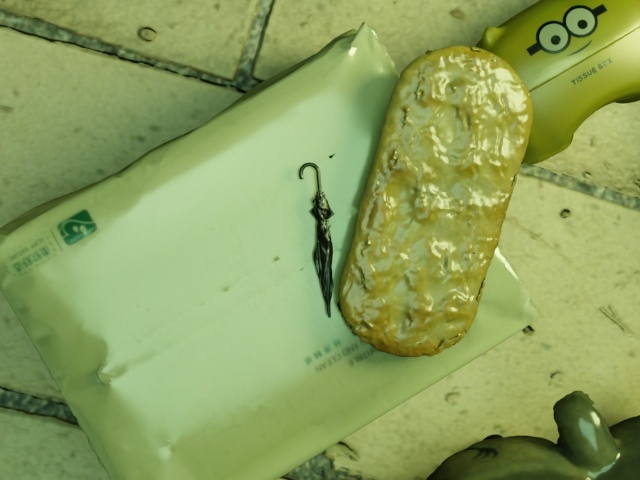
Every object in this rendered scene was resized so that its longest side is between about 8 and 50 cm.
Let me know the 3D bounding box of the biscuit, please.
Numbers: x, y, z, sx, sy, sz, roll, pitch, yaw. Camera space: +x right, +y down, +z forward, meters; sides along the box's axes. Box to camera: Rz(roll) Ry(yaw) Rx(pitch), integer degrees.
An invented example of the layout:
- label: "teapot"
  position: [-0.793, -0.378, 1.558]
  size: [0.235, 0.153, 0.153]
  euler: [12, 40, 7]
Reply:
- label: "biscuit"
  position: [0.090, -0.029, 1.068]
  size: [0.118, 0.029, 0.247]
  euler: [15, 93, -11]

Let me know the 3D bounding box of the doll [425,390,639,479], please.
- label: "doll"
  position: [0.221, 0.289, 1.152]
  size: [0.382, 0.378, 0.252]
  euler: [-26, 113, 0]

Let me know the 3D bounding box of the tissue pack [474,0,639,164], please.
- label: "tissue pack"
  position: [0.218, -0.159, 1.232]
  size: [0.178, 0.123, 0.127]
  euler: [-30, 96, -3]

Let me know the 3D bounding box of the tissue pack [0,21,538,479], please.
- label: "tissue pack"
  position: [-0.052, 0.030, 1.174]
  size: [0.380, 0.207, 0.297]
  euler: [-32, 96, -3]

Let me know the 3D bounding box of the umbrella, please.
- label: "umbrella"
  position: [0.003, -0.001, 1.067]
  size: [0.022, 0.013, 0.122]
  euler: [-9, 96, 5]
